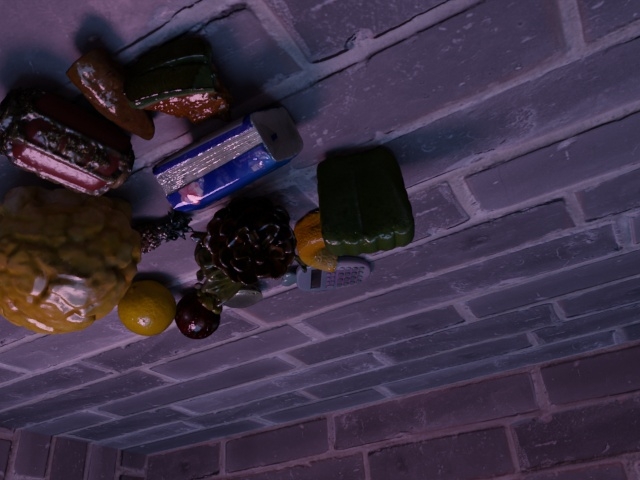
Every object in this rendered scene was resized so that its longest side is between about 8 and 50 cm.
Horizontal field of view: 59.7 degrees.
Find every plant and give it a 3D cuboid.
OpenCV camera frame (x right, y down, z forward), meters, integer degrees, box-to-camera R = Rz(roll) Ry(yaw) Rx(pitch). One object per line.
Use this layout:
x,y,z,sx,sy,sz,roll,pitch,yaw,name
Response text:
-0.229,0.041,1.667,0.333,0.180,0.251,-27,143,-16,plant

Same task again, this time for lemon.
-0.556,0.222,1.801,0.178,0.178,0.203,-14,130,14,lemon

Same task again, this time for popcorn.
-0.634,0.051,1.360,0.344,0.354,0.390,28,92,-41,popcorn

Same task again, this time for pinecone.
-0.170,0.007,1.454,0.243,0.309,0.244,-7,111,-18,pinecone

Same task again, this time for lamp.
-0.530,-0.201,1.163,0.177,0.177,0.274,-29,143,32,lamp

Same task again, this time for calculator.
0.018,0.111,1.844,0.298,0.041,0.186,-5,147,-4,calculator

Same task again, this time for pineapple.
-0.459,-0.018,1.532,0.221,0.083,0.103,-18,146,15,pineapple

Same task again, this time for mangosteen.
-0.403,0.240,1.884,0.166,0.166,0.180,27,112,-40,mangosteen

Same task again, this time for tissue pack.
-0.193,-0.173,1.208,0.269,0.137,0.209,-22,-172,22,tissue pack

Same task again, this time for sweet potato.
-0.406,-0.289,1.119,0.097,0.097,0.252,-13,152,13,sweet potato

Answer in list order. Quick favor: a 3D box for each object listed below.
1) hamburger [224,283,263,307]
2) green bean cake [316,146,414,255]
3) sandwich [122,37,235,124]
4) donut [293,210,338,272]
-0.269,0.182,1.894,0.140,0.063,0.133,-28,144,29,hamburger
0.104,-0.094,1.353,0.222,0.248,0.125,-9,159,7,green bean cake
-0.274,-0.301,1.105,0.184,0.109,0.160,-10,160,9,sandwich
-0.005,0.002,1.629,0.152,0.101,0.259,6,150,-7,donut
